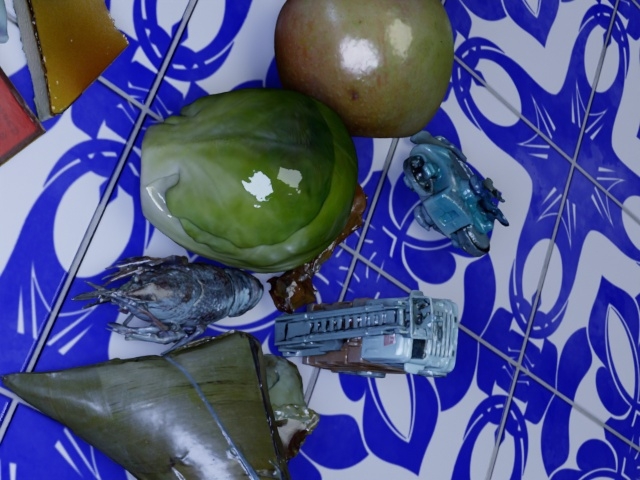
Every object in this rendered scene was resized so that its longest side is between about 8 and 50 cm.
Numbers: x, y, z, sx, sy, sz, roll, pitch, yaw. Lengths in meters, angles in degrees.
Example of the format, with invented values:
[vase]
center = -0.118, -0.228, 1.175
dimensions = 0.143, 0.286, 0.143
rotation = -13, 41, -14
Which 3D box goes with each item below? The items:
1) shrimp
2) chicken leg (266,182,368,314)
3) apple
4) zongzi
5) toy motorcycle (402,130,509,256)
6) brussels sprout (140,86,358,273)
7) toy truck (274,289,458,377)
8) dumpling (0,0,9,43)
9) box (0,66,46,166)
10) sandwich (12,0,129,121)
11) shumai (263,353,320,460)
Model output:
[shrimp]
center = -0.235, 0.107, 1.705
dimensions = 0.372, 0.137, 0.172
rotation = -4, 91, -41
[chicken leg]
center = 0.000, 0.000, 1.929
dimensions = 0.113, 0.093, 0.304
rotation = 24, 57, 1
[apple]
center = 0.076, -0.306, 1.908
dimensions = 0.319, 0.319, 0.277
rotation = -6, 89, -41
[zongzi]
center = -0.232, 0.321, 1.594
dimensions = 0.393, 0.174, 0.356
rotation = -4, 57, -26
[toy motorcycle]
center = 0.252, -0.095, 2.149
dimensions = 0.260, 0.154, 0.206
rotation = 47, 35, -22
[brussels sprout]
center = -0.110, -0.099, 1.738
dimensions = 0.354, 0.281, 0.289
rotation = 4, 64, -16
[toy truck]
center = 0.081, 0.153, 1.835
dimensions = 0.184, 0.338, 0.133
rotation = 13, 77, -38
[dumpling]
center = -0.521, -0.360, 1.553
dimensions = 0.105, 0.149, 0.217
rotation = -84, 152, -65
[box]
center = -0.518, -0.143, 1.536
dimensions = 0.240, 0.074, 0.153
rotation = -46, 118, -33
[sandwich]
center = -0.367, -0.283, 1.688
dimensions = 0.162, 0.058, 0.193
rotation = -11, 90, -41
[shumai]
center = -0.072, 0.275, 1.823
dimensions = 0.184, 0.142, 0.184
rotation = 2, 87, -40
